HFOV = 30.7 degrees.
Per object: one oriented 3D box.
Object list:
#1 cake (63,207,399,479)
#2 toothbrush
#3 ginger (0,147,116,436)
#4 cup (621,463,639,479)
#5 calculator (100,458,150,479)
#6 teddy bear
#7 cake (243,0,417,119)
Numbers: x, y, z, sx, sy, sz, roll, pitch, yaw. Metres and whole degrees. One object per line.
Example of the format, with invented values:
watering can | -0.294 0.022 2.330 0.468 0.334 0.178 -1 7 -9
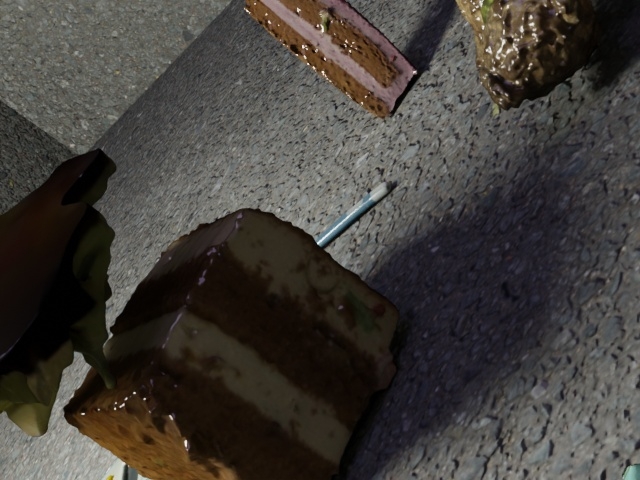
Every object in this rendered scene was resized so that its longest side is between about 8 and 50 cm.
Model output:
cake | -0.099 0.148 1.330 0.282 0.256 0.290 -22 33 57
toothbrush | 0.000 0.000 1.655 0.276 0.025 0.019 -42 23 29
ginger | -0.313 0.104 1.294 0.358 0.211 0.413 -36 31 12
cup | 0.229 0.245 0.667 0.134 0.148 0.235 -8 33 16
calculator | -0.301 0.415 1.610 0.386 0.054 0.256 -48 22 19
teddy bear | 0.275 -0.282 1.377 0.296 0.222 0.246 -10 -30 -51
cake | 0.016 -0.312 1.796 0.116 0.295 0.113 -48 2 5
